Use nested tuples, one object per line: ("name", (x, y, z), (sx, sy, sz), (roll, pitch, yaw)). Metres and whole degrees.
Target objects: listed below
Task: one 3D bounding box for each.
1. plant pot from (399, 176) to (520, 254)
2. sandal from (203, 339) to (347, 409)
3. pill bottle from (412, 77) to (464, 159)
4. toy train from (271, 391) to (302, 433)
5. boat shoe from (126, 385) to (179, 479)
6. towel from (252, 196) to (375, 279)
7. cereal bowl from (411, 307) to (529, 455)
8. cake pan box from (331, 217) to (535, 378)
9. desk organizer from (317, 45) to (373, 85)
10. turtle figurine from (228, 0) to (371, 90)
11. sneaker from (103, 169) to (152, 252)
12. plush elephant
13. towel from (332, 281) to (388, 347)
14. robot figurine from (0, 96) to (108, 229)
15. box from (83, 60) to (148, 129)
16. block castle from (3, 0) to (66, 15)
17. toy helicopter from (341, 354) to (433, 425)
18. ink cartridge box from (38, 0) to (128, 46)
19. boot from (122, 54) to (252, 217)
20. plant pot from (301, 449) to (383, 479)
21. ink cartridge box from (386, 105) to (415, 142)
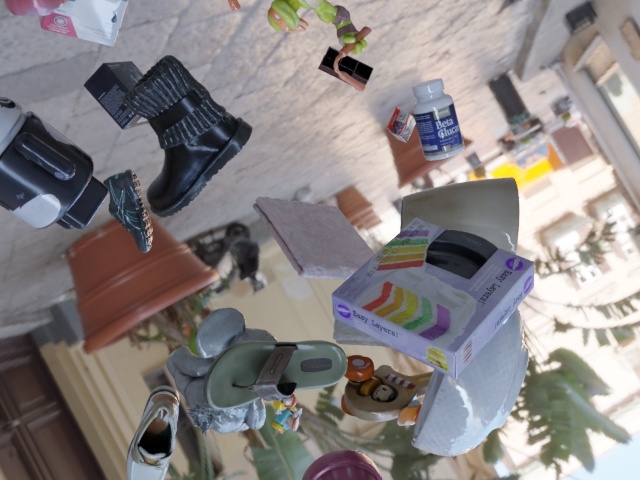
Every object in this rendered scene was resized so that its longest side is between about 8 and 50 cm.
("plant pot", (0.344, -0.041, 1.762), (0.274, 0.256, 0.256), (3, 178, 3))
("sandal", (-0.075, 0.247, 1.301), (0.303, 0.120, 0.086), (-7, -171, -27))
("pill bottle", (0.261, -0.275, 1.556), (0.094, 0.169, 0.094), (-17, -163, 5))
("toy train", (-0.045, 0.320, 1.395), (0.125, 0.046, 0.166), (-24, 130, -49))
("boat shoe", (-0.426, 0.522, 1.727), (0.113, 0.302, 0.103), (10, -169, -11))
("towel", (0.000, 0.000, 1.966), (0.332, 0.317, 0.053), (5, 128, -43))
("cereal bowl", (0.292, 0.248, 1.282), (0.339, 0.141, 0.338), (21, 90, -80))
("cake pan box", (0.193, 0.082, 1.158), (0.267, 0.246, 0.070), (-38, 138, -33))
("desk organizer", (0.065, -0.438, 1.753), (0.050, 0.130, 0.047), (130, -16, -69))
("turtle figurine", (0.010, -0.317, 0.813), (0.217, 0.269, 0.087), (-49, -143, 9))
("sneaker", (-0.603, -0.087, 2.174), (0.106, 0.267, 0.101), (-14, -171, -1))
("plush elephant", (-0.187, 0.293, 1.570), (0.255, 0.272, 0.330), (-48, -176, -5))
("towel", (0.176, 0.193, 1.811), (0.282, 0.187, 0.049), (2, 149, 21))
("robot figurine", (-0.527, -0.135, 1.248), (0.209, 0.278, 0.173), (-35, -145, 22))
("box", (-0.519, -0.393, 1.851), (0.093, 0.158, 0.156), (-41, -176, 20))
("block castle", (-0.512, -0.504, 1.070), (0.303, 0.453, 0.212), (0, 136, -4))
("toy helicopter", (0.234, 0.382, 1.750), (0.355, 0.140, 0.235), (-9, -156, -23))
("ink cartridge box", (-0.482, -0.534, 1.432), (0.159, 0.092, 0.218), (7, 131, -32))
("boot", (-0.354, -0.232, 1.564), (0.348, 0.260, 0.131), (-41, -150, 23))
("plant pot", (0.062, 0.606, 1.547), (0.201, 0.201, 0.180), (-29, -163, -1))
("ink cartridge box", (0.203, -0.289, 1.718), (0.062, 0.029, 0.115), (-65, 159, 3))
